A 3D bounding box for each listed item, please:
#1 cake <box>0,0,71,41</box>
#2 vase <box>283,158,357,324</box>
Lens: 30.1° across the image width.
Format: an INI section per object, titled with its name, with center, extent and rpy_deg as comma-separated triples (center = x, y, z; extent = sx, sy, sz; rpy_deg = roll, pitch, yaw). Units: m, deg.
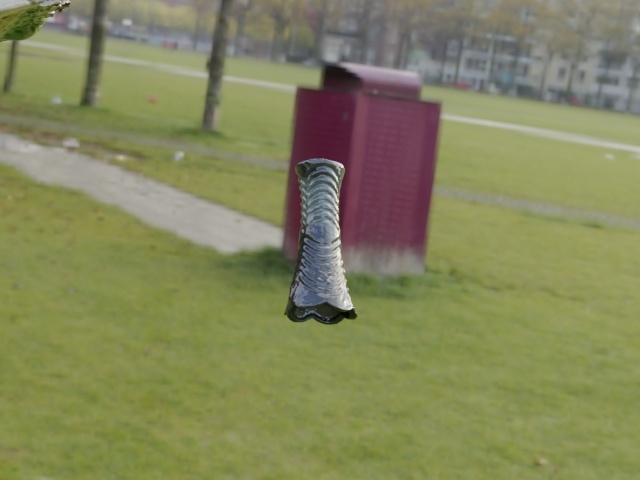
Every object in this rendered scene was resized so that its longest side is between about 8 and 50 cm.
[cake]
center = -0.350, -0.261, 1.272
extent = 0.109, 0.090, 0.225
rpy_deg = -20, 4, -25
[vase]
center = 0.000, 0.000, 1.791
extent = 0.115, 0.237, 0.115
rpy_deg = 1, -18, 0
